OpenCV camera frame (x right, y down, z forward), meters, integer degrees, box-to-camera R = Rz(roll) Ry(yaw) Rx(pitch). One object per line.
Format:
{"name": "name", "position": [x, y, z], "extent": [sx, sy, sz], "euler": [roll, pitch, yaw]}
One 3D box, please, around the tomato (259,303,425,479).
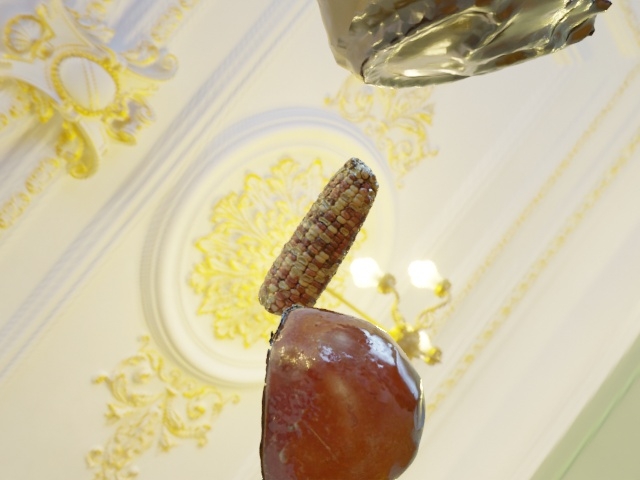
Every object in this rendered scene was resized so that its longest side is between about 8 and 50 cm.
{"name": "tomato", "position": [0.032, 0.180, 0.901], "extent": [0.180, 0.155, 0.214], "euler": [-15, -73, -67]}

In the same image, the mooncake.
{"name": "mooncake", "position": [0.176, -0.317, 0.913], "extent": [0.394, 0.393, 0.246], "euler": [-16, -97, -35]}

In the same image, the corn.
{"name": "corn", "position": [0.000, 0.000, 1.369], "extent": [0.098, 0.098, 0.290], "euler": [26, -83, -42]}
